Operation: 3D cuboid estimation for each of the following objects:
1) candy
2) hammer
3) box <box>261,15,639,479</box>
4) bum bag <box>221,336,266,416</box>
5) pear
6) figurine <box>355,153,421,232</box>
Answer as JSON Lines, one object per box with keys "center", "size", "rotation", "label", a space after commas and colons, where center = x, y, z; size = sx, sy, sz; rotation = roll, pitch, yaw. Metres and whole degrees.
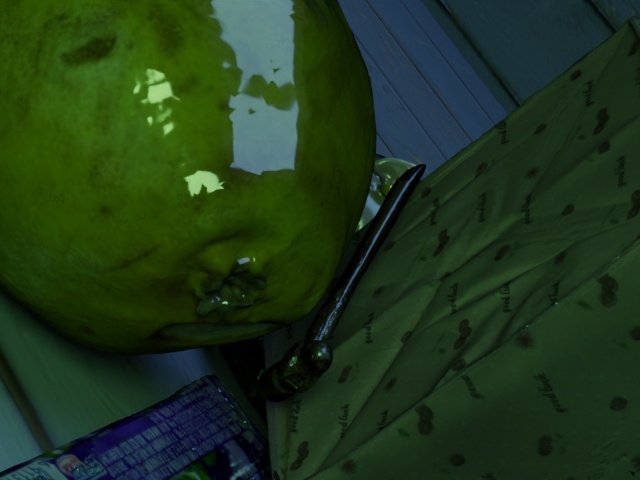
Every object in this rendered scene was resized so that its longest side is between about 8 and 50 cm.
{"center": [-0.096, 0.133, 0.806], "size": [0.088, 0.061, 0.312], "rotation": [53, 16, 7], "label": "candy"}
{"center": [0.017, 0.017, 0.961], "size": [0.021, 0.065, 0.178], "rotation": [38, 51, -10], "label": "hammer"}
{"center": [0.133, 0.062, 0.964], "size": [0.190, 0.297, 0.225], "rotation": [43, 18, -22], "label": "box"}
{"center": [-0.021, 0.083, 1.133], "size": [0.102, 0.069, 0.248], "rotation": [10, 37, -43], "label": "bum bag"}
{"center": [-0.100, -0.073, 0.952], "size": [0.269, 0.269, 0.321], "rotation": [38, 13, -36], "label": "pear"}
{"center": [0.002, -0.006, 1.285], "size": [0.275, 0.161, 0.158], "rotation": [41, 40, -24], "label": "figurine"}
